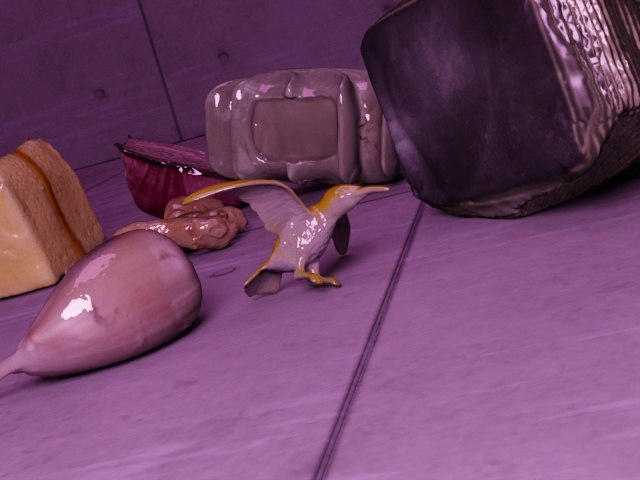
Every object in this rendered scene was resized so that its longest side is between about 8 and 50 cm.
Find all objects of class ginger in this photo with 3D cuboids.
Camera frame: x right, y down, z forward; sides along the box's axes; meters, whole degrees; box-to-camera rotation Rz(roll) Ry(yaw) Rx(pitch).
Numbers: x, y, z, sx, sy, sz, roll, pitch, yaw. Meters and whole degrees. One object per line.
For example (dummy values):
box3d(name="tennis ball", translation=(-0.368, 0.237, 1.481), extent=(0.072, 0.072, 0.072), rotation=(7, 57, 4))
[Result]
box3d(name="ginger", translation=(-0.161, -0.019, 1.381), extent=(0.149, 0.065, 0.258), rotation=(0, 9, 15))

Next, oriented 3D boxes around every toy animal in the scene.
box3d(name="toy animal", translation=(0.000, 0.000, 0.967), extent=(0.155, 0.095, 0.219), rotation=(-9, -18, 33))

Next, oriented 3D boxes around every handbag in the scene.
box3d(name="handbag", translation=(0.224, -0.163, 1.037), extent=(0.240, 0.247, 0.340), rotation=(-20, 1, -26))

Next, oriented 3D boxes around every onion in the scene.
box3d(name="onion", translation=(-0.205, -0.082, 1.640), extent=(0.247, 0.111, 0.250), rotation=(14, 8, -6))

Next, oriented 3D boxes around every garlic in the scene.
box3d(name="garlic", translation=(-0.202, 0.070, 0.919), extent=(0.128, 0.148, 0.266), rotation=(33, 32, 25))

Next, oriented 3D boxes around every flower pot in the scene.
box3d(name="flower pot", translation=(0.035, -0.165, 1.496), extent=(0.367, 0.165, 0.254), rotation=(4, 10, 31))

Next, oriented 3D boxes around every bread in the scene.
box3d(name="bread", translation=(-0.481, -0.016, 1.498), extent=(0.236, 0.198, 0.263), rotation=(-20, 12, 11))
